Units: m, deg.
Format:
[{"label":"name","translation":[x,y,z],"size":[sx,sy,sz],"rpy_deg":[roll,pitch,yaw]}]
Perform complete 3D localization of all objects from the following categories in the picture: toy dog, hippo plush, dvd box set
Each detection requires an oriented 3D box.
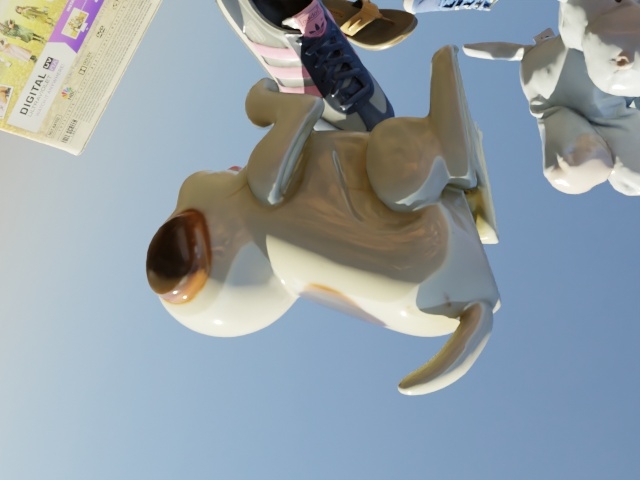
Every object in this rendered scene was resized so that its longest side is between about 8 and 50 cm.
[{"label":"toy dog","translation":[0.000,0.000,1.198],"size":[0.284,0.408,0.395],"rpy_deg":[33,49,-71]},{"label":"hippo plush","translation":[0.349,-0.221,1.155],"size":[0.236,0.234,0.294],"rpy_deg":[101,-28,-54]},{"label":"dvd box set","translation":[-0.400,-0.294,1.163],"size":[0.062,0.420,0.307],"rpy_deg":[45,-69,43]}]

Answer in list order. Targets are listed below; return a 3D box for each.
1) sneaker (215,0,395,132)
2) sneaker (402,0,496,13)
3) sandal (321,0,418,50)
[{"label":"sneaker","translation":[-0.012,-0.245,1.296],"size":[0.112,0.319,0.131],"rpy_deg":[-48,-171,-15]},{"label":"sneaker","translation":[0.223,-0.390,1.530],"size":[0.081,0.211,0.080],"rpy_deg":[56,-21,31]},{"label":"sandal","translation":[0.054,-0.321,1.436],"size":[0.180,0.049,0.072],"rpy_deg":[25,-107,33]}]
